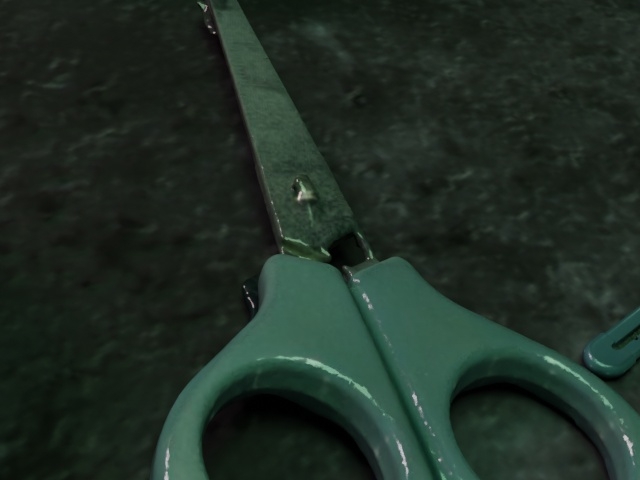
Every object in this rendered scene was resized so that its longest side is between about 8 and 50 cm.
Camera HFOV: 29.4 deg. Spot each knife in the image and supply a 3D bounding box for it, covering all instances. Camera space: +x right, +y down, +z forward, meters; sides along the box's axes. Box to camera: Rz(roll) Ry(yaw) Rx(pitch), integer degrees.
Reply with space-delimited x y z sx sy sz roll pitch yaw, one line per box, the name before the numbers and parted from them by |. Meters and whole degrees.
knife | 0.140 0.030 0.502 0.027 0.010 0.096 39 49 26

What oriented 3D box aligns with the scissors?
scissors | 0.000 0.001 0.488 0.191 0.029 0.360 -3 43 -22
